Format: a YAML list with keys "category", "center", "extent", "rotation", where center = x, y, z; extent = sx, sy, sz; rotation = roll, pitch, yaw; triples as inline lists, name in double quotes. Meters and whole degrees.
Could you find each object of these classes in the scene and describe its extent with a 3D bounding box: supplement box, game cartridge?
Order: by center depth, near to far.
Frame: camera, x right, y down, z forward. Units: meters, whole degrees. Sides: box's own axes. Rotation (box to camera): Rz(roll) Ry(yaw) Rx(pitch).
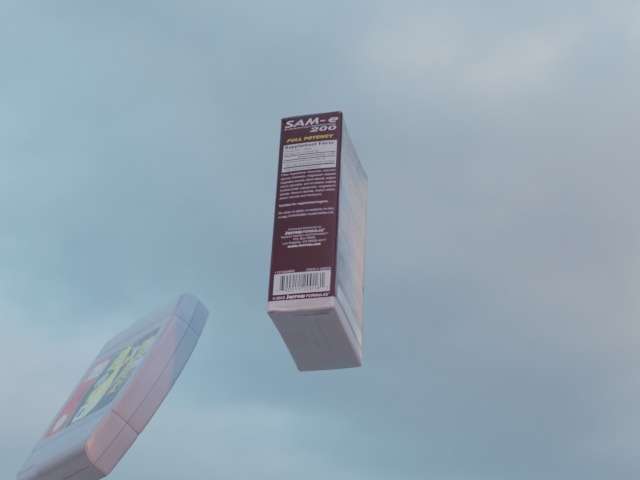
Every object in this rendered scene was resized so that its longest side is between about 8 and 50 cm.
- category: "supplement box"
  center: [0.000, 0.000, 1.664]
  extent: [0.073, 0.239, 0.130]
  rotation: [-5, -34, 13]
- category: "game cartridge"
  center: [-0.250, 0.190, 1.978]
  extent: [0.196, 0.294, 0.060]
  rotation: [-26, -66, 40]
